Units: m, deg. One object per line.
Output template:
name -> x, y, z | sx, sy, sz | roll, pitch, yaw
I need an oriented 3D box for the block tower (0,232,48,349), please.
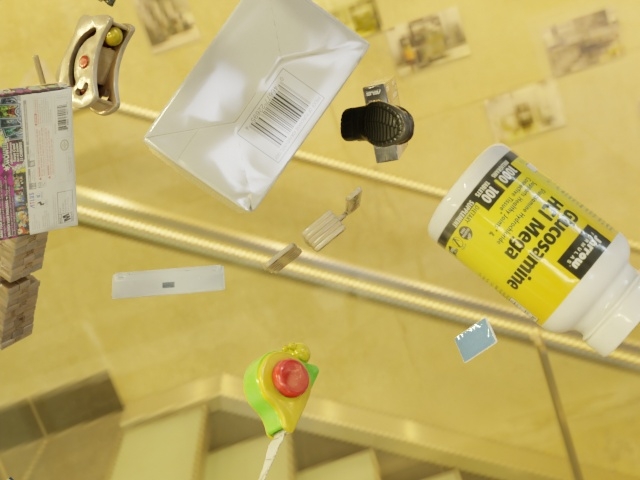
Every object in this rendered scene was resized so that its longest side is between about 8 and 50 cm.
block tower -> -0.633, 0.062, 2.114 | 0.097, 0.336, 0.091 | 32, 35, 21

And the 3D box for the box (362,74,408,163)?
box -> 0.159, -0.296, 2.496 | 0.056, 0.183, 0.231 | -10, 11, 13

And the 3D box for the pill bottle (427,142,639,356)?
pill bottle -> 0.344, 0.018, 1.578 | 0.188, 0.334, 0.188 | -49, -11, -13

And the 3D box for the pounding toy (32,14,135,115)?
pounding toy -> -0.517, -0.367, 2.234 | 0.154, 0.270, 0.154 | 33, 12, 35

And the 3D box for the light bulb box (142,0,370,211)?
light bulb box -> -0.124, -0.249, 1.858 | 0.358, 0.225, 0.361 | -55, 6, -2

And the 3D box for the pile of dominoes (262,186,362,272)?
pile of dominoes -> 0.000, 0.000, 1.688 | 0.196, 0.040, 0.251 | -40, -4, -1

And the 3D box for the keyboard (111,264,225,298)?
keyboard -> -0.347, 0.095, 2.358 | 0.255, 0.014, 0.072 | -5, 54, -3

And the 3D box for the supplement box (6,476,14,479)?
supplement box -> -0.624, 0.517, 1.996 | 0.083, 0.056, 0.083 | -46, -3, 26

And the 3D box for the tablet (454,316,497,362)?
tablet -> 0.287, 0.185, 1.913 | 0.006, 0.054, 0.083 | 8, -38, -44

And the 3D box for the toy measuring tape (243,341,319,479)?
toy measuring tape -> -0.099, 0.294, 1.767 | 0.121, 0.121, 0.330 | -8, 38, 34

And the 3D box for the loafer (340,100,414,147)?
loafer -> 0.113, -0.210, 1.841 | 0.078, 0.080, 0.220 | -2, 10, -25

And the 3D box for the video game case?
video game case -> -0.473, -0.113, 1.553 | 0.210, 0.232, 0.042 | -14, 31, -31

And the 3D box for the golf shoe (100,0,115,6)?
golf shoe -> -0.330, -0.409, 1.449 | 0.105, 0.120, 0.273 | 22, 6, -7
